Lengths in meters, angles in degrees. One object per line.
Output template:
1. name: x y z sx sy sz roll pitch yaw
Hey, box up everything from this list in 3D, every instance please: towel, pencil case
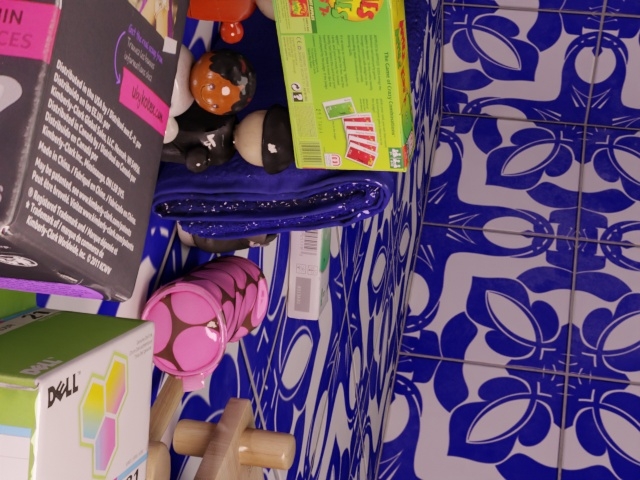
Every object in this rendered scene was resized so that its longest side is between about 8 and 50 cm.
1. towel: -0.017 -0.127 1.054 0.076 0.227 0.308 71 24 -43
2. pencil case: -0.108 0.074 1.066 0.209 0.095 0.098 -37 108 -76

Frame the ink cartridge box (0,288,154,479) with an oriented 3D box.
1. ink cartridge box: -0.176 0.062 0.678 0.189 0.097 0.255 -29 125 -77

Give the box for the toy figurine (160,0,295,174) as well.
1. toy figurine: -0.087 -0.168 0.875 0.209 0.148 0.213 56 41 -74

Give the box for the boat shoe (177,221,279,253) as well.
1. boat shoe: -0.065 -0.038 1.210 0.335 0.095 0.112 -32 127 -77

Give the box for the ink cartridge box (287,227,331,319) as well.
1. ink cartridge box: 0.000 0.000 1.706 0.225 0.056 0.181 -53 148 -67

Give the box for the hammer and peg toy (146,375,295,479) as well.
1. hammer and peg toy: -0.102 0.283 1.057 0.266 0.127 0.361 -67 157 -51

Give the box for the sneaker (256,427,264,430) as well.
1. sneaker: -0.102 0.293 1.335 0.059 0.053 0.144 84 24 -45

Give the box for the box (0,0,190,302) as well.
1. box: -0.156 -0.122 0.489 0.143 0.165 0.270 59 38 -73

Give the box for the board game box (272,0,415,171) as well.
1. board game box: 0.019 -0.142 0.842 0.043 0.092 0.181 -67 155 -51
